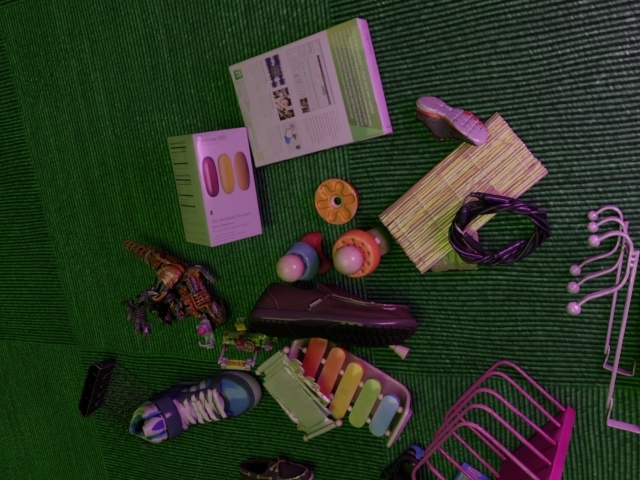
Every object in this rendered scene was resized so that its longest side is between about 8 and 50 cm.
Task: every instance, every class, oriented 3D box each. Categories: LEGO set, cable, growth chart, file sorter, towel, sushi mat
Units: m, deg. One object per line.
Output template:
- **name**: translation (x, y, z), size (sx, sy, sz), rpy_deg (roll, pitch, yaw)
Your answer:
- **LEGO set**: translation (-0.153, 0.230, 1.378), size (0.287, 0.107, 0.132), rpy_deg (-17, 114, 13)
- **cable**: translation (0.339, -0.012, 1.091), size (0.184, 0.047, 0.151), rpy_deg (10, 118, -1)
- **growth chart**: translation (-0.052, 0.361, 1.352), size (0.172, 0.021, 0.237), rpy_deg (-32, 96, 41)
- **file sorter**: translation (0.328, 0.387, 1.105), size (0.182, 0.290, 0.202), rpy_deg (42, 118, 14)
- **towel**: translation (0.265, -0.011, 1.171), size (0.110, 0.027, 0.148), rpy_deg (-5, 98, 27)
- **sushi mat**: translation (0.266, -0.086, 1.132), size (0.316, 0.019, 0.151), rpy_deg (-43, 79, 23)

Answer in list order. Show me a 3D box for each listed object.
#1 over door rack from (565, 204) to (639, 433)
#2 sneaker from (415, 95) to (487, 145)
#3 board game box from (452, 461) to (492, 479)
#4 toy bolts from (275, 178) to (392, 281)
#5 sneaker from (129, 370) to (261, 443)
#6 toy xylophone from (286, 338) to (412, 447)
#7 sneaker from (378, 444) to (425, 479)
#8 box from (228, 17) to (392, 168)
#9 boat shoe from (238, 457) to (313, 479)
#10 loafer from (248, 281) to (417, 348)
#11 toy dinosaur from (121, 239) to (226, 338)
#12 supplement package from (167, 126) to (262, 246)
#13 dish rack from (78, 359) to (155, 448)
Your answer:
- **over door rack**: translation (0.476, 0.121, 0.979), size (0.108, 0.239, 0.324), rpy_deg (-4, 102, 26)
- **sneaker**: translation (0.247, -0.216, 1.110), size (0.158, 0.061, 0.065), rpy_deg (41, 143, 27)
- **board game box**: translation (0.344, 0.625, 1.305), size (0.160, 0.039, 0.212), rpy_deg (30, 115, 17)
- **toy bolts**: translation (0.000, 0.000, 1.235), size (0.228, 0.158, 0.218), rpy_deg (-27, 91, 30)
- **sneaker**: translation (-0.334, 0.444, 1.485), size (0.322, 0.236, 0.130), rpy_deg (-13, 98, 30)
- **toy xylophone**: translation (0.069, 0.309, 1.332), size (0.322, 0.081, 0.236), rpy_deg (21, 112, 20)
- **sneaker**: translation (0.178, 0.553, 1.346), size (0.067, 0.078, 0.188), rpy_deg (35, 119, 14)
- **box**: translation (-0.025, -0.300, 1.225), size (0.322, 0.058, 0.232), rpy_deg (-9, 100, 30)
- **boat shoe**: translation (-0.122, 0.607, 1.513), size (0.227, 0.081, 0.069), rpy_deg (-18, 100, 32)
- **loafer**: translation (0.028, 0.144, 1.262), size (0.365, 0.130, 0.134), rpy_deg (5, 150, 7)
- **toy dinosaur**: translation (-0.386, 0.124, 1.502), size (0.218, 0.164, 0.322), rpy_deg (-48, 62, 14)
- **supplement package**: translation (-0.238, -0.124, 1.311), size (0.134, 0.139, 0.244), rpy_deg (8, 110, 52)
- **dish rack**: translation (-0.582, 0.494, 1.721), size (0.271, 0.074, 0.208), rpy_deg (32, 117, 16)
